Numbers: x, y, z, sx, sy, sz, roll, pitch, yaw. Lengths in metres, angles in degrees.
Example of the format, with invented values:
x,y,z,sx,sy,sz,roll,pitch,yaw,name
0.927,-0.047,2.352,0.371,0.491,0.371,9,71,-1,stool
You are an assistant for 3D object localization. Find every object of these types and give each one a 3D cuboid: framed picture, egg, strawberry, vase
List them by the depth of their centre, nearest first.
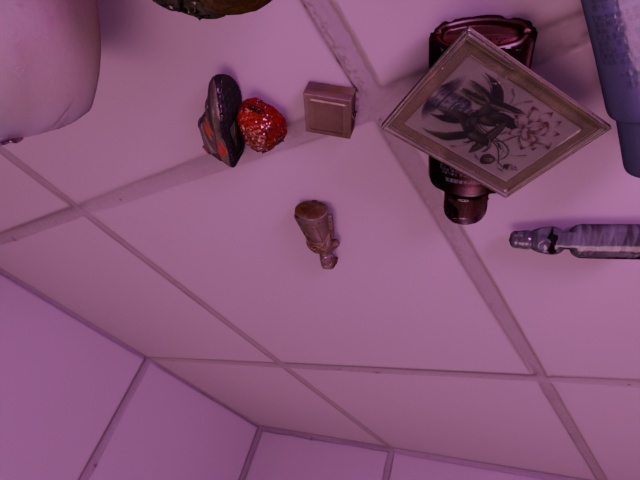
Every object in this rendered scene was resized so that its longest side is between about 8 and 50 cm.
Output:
x,y,z,sx,sy,sz,roll,pitch,yaw,name
-0.462,-0.340,0.548,0.354,0.355,0.340,20,127,1,egg
0.219,-0.148,0.587,0.231,0.010,0.173,24,144,-16,framed picture
-0.104,-0.197,0.780,0.083,0.083,0.097,-1,132,30,strawberry
0.439,0.001,0.785,0.211,0.060,0.060,1,142,27,vase

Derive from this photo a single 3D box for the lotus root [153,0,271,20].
x,y,z,sx,sy,sz,roll,pitch,yaw,name
-0.097,-0.367,0.392,0.250,0.251,0.346,24,146,-5,lotus root

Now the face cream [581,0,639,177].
x,y,z,sx,sy,sz,roll,pitch,yaw,name
0.343,-0.233,0.484,0.135,0.086,0.385,-14,128,27,face cream

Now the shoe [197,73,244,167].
x,y,z,sx,sy,sz,roll,pitch,yaw,name
-0.186,-0.212,0.809,0.077,0.074,0.194,21,149,9,shoe

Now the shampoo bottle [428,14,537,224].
x,y,z,sx,sy,sz,roll,pitch,yaw,name
0.222,-0.152,0.665,0.129,0.084,0.323,5,145,18,shampoo bottle

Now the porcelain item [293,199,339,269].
x,y,z,sx,sy,sz,roll,pitch,yaw,name
0.000,0.000,1.025,0.084,0.054,0.213,9,146,20,porcelain item

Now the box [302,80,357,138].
x,y,z,sx,sy,sz,roll,pitch,yaw,name
0.017,-0.209,0.733,0.083,0.035,0.079,13,146,10,box
